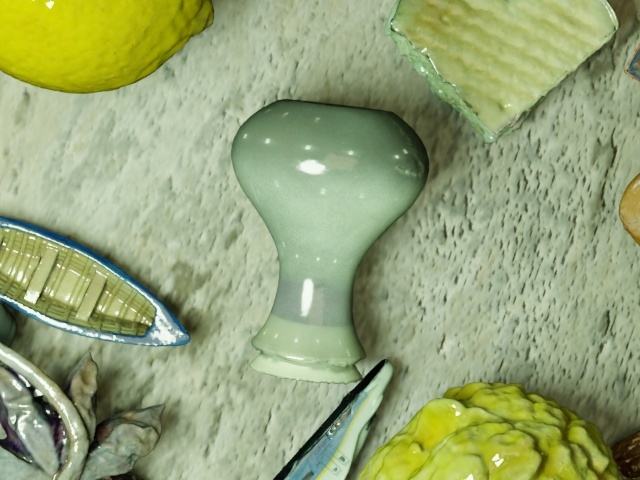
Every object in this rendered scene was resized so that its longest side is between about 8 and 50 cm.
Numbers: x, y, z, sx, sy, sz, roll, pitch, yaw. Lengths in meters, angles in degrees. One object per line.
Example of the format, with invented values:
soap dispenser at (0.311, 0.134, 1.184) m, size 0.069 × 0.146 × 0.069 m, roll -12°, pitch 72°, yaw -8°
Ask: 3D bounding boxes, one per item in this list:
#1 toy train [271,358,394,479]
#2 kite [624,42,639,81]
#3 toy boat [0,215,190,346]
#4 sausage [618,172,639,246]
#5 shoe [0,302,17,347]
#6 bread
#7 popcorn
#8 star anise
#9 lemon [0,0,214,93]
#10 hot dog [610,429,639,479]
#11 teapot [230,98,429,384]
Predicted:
toy train at (0.000, 0.211, 1.506) m, size 0.051 × 0.052 × 0.234 m, roll 44°, pitch 79°, yaw -7°
kite at (0.382, -0.186, 1.625) m, size 0.159 × 0.010 × 0.190 m, roll -15°, pitch 89°, yaw -11°
toy boat at (-0.226, 0.046, 1.484) m, size 0.229 × 0.046 × 0.080 m, roll 24°, pitch 81°, yaw -7°
sausage at (0.402, -0.090, 1.570) m, size 0.270 × 0.109 × 0.109 m, roll -45°, pitch 93°, yaw -5°
shoe at (-0.374, 0.134, 1.413) m, size 0.093 × 0.108 × 0.241 m, roll 47°, pitch 71°, yaw -30°
bread at (0.176, -0.177, 1.562) m, size 0.232 × 0.064 × 0.172 m, roll 0°, pitch 86°, yaw -8°
popcorn at (0.146, 0.258, 1.461) m, size 0.237 × 0.206 × 0.251 m, roll -5°, pitch 118°, yaw -24°
star anise at (-0.239, 0.191, 1.411) m, size 0.230 × 0.081 × 0.262 m, roll -25°, pitch 115°, yaw -14°
lemon at (-0.228, -0.255, 1.410) m, size 0.267 × 0.267 × 0.267 m, roll 1°, pitch 85°, yaw -10°
hot dog at (0.318, 0.210, 1.567) m, size 0.083 × 0.035 × 0.058 m, roll -26°, pitch 93°, yaw -11°
teapot at (0.000, 0.000, 1.471) m, size 0.184 × 0.183 × 0.250 m, roll 6°, pitch 95°, yaw -9°
